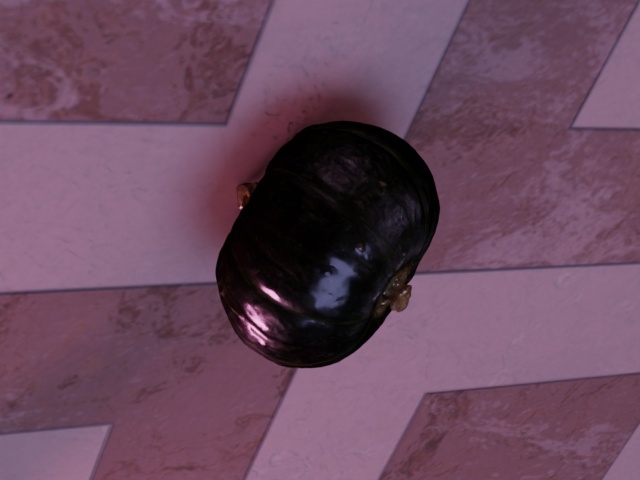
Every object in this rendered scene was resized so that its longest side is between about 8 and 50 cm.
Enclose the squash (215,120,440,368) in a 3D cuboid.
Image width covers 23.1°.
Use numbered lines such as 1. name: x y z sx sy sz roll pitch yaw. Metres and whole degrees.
1. squash: 0.005 0.003 1.187 0.193 0.156 0.193 -41 -177 3
